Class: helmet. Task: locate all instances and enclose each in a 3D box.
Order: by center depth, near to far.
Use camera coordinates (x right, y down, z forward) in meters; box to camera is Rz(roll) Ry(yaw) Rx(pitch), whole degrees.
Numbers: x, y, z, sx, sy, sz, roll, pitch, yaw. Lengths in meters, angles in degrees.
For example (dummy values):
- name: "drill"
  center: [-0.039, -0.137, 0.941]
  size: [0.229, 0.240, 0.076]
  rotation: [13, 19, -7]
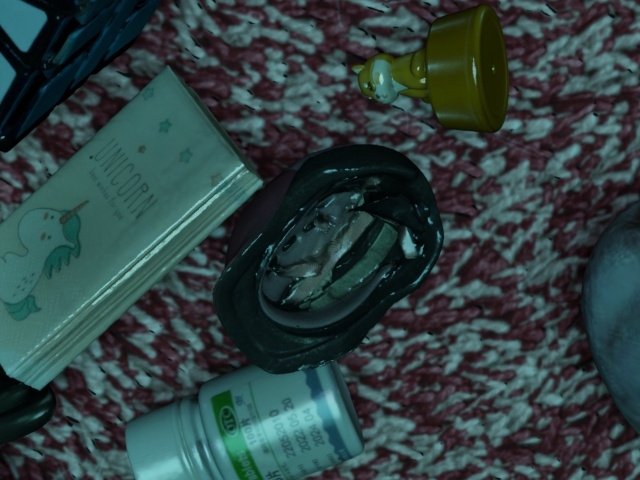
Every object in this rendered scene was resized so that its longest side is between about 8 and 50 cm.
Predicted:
- name: "helmet"
  center: [0.000, 0.000, 1.153]
  size: [0.253, 0.154, 0.198]
  rotation: [-30, 124, 0]

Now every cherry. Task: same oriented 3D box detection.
- name: "cherry"
  center: [0.418, 0.091, 1.114]
  size: [0.326, 0.291, 0.335]
  rotation: [16, 118, -2]

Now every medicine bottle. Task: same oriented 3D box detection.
- name: "medicine bottle"
  center: [-0.081, 0.207, 1.200]
  size: [0.236, 0.139, 0.139]
  rotation: [-21, 99, 1]

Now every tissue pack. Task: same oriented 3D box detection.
- name: "tissue pack"
  center: [-0.225, -0.013, 1.159]
  size: [0.325, 0.071, 0.170]
  rotation: [-42, 57, 5]

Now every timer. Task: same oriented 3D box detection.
- name: "timer"
  center: [0.109, -0.173, 1.163]
  size: [0.152, 0.132, 0.132]
  rotation: [-3, 101, 23]

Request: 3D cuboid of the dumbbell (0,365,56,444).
- name: "dumbbell"
  center: [-0.368, 0.251, 1.178]
  size: [0.192, 0.192, 0.290]
  rotation: [-6, 100, 0]

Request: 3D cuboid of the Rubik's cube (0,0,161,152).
- name: "Rubik's cube"
  center: [-0.279, -0.301, 0.993]
  size: [0.293, 0.283, 0.288]
  rotation: [39, 126, -3]
